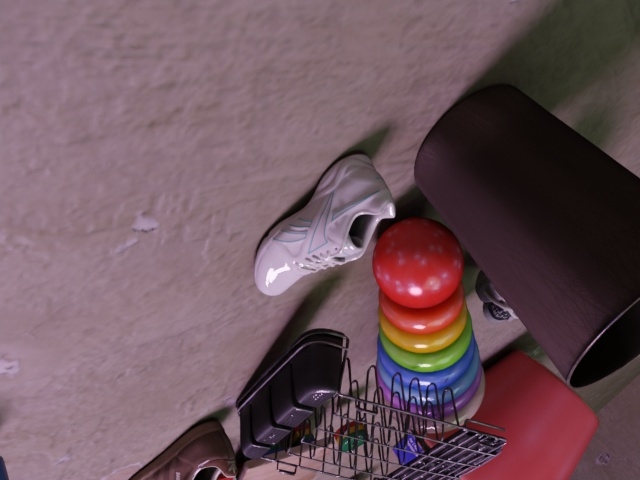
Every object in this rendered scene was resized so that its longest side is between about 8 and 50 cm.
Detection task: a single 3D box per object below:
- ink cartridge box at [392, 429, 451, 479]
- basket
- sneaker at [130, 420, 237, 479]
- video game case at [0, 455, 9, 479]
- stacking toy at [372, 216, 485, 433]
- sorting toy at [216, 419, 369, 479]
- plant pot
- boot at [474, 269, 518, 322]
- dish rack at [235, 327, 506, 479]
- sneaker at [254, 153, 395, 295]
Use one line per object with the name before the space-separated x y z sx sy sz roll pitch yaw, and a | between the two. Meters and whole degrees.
ink cartridge box | 0.237 0.502 1.343 0.069 0.176 0.371 -33 149 -2
basket | 0.195 -0.014 0.555 0.154 0.227 0.204 -37 148 3
sneaker | -0.173 0.294 0.765 0.188 0.071 0.066 -47 147 17
video game case | -0.401 0.214 0.433 0.244 0.061 0.269 -37 145 2
stacking toy | 0.112 0.094 0.734 0.141 0.141 0.330 -30 142 -9
sorting toy | -0.071 0.313 0.908 0.274 0.046 0.132 -8 140 -30
plant pot | 0.349 0.351 1.192 0.243 0.275 0.275 -46 149 -4
boot | 0.244 0.062 0.749 0.123 0.095 0.258 -45 -178 21
dish rack | 0.058 0.210 0.732 0.271 0.074 0.208 21 136 -20
sneaker | 0.000 0.000 0.547 0.152 0.061 0.053 -48 149 22
